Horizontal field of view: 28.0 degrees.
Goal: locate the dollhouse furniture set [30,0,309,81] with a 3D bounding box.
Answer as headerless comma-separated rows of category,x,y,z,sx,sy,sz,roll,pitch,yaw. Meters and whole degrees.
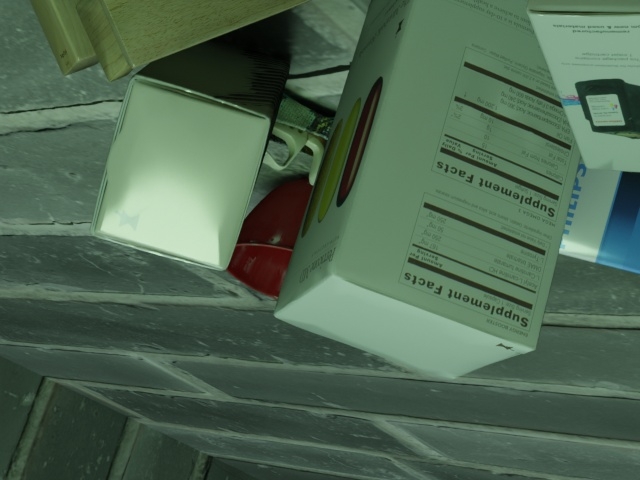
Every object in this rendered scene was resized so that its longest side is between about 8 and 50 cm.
dollhouse furniture set,-0.109,-0.179,0.802,0.144,0.123,0.151,66,158,-4

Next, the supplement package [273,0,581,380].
supplement package,0.080,-0.051,0.830,0.133,0.244,0.139,21,160,-11

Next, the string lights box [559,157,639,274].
string lights box,0.296,-0.010,0.940,0.259,0.077,0.133,14,-166,8

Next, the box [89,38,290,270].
box,-0.084,-0.074,0.921,0.094,0.113,0.275,17,-164,-4

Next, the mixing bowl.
mixing bowl,0.000,0.000,1.269,0.181,0.098,0.181,15,160,6

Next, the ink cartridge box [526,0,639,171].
ink cartridge box,0.176,-0.131,0.708,0.072,0.127,0.175,5,159,24

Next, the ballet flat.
ballet flat,-0.013,-0.082,1.105,0.188,0.070,0.070,22,160,-16
